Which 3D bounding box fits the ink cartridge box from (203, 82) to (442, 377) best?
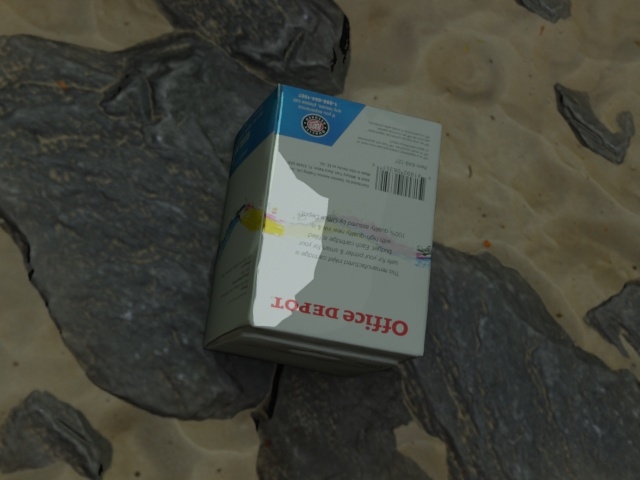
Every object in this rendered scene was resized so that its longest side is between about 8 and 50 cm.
[{"bbox_3d":[0.000,0.000,1.106,0.171,0.168,0.233,13,73,-17],"label":"ink cartridge box"}]
